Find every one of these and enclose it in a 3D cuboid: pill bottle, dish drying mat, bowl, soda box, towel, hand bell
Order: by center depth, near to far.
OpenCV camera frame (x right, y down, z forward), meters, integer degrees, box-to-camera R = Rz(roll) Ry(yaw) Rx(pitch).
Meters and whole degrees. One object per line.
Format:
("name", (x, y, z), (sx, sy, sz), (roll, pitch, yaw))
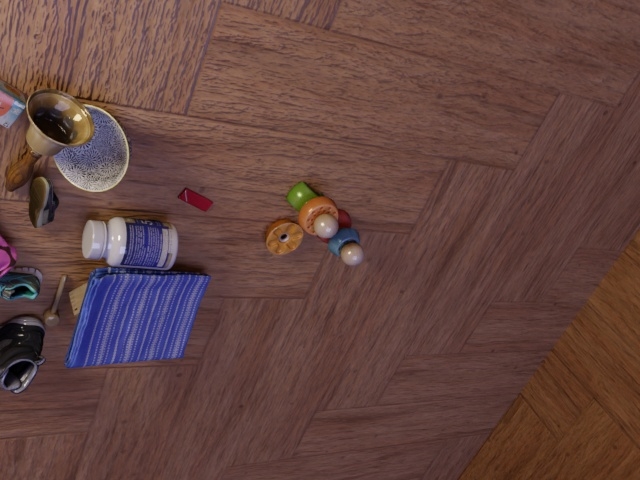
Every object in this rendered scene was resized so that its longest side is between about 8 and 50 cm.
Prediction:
("soda box", (-0.612, -0.274, 1.205), (0.058, 0.063, 0.183), (-47, 134, 10))
("hand bell", (-0.542, -0.165, 1.311), (0.126, 0.126, 0.242), (17, 140, -39))
("bowl", (-0.432, -0.186, 1.354), (0.170, 0.170, 0.080), (-58, 175, 23))
("pill bottle", (-0.420, 0.005, 1.524), (0.187, 0.112, 0.112), (6, 124, -34))
("dish drying mat", (-0.287, -0.092, 1.590), (0.032, 0.008, 0.083), (-48, 134, 13))
("towel", (-0.416, 0.181, 1.609), (0.336, 0.040, 0.243), (5, 109, -51))

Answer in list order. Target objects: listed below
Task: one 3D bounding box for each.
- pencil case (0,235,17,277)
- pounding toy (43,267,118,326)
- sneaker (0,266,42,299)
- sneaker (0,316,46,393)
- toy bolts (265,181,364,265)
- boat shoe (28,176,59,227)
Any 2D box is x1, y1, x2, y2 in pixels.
("pencil case", (-0.690, -0.013, 1.373), (0.098, 0.095, 0.209), (-39, 141, -19))
("pounding toy", (-0.539, 0.160, 1.602), (0.206, 0.094, 0.181), (-28, 136, -6))
("sneaker", (-0.680, 0.093, 1.476), (0.167, 0.076, 0.065), (2, 125, -31))
("sneaker", (-0.744, 0.286, 1.550), (0.269, 0.153, 0.101), (-28, 135, -6))
("toy bolts", (0.000, 0.000, 1.727), (0.229, 0.158, 0.218), (25, 112, -42))
("boat shoe", (-0.559, -0.082, 1.402), (0.049, 0.056, 0.152), (-22, 164, -39))
